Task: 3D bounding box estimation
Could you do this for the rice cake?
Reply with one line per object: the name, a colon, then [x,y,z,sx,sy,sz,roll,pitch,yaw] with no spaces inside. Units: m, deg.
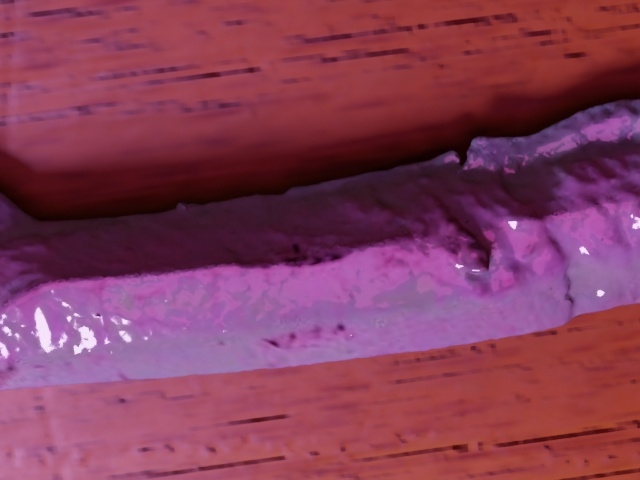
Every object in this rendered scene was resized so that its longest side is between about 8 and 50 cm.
rice cake: [0.002,0.002,0.656,0.290,0.051,0.081,-6,113,-4]
